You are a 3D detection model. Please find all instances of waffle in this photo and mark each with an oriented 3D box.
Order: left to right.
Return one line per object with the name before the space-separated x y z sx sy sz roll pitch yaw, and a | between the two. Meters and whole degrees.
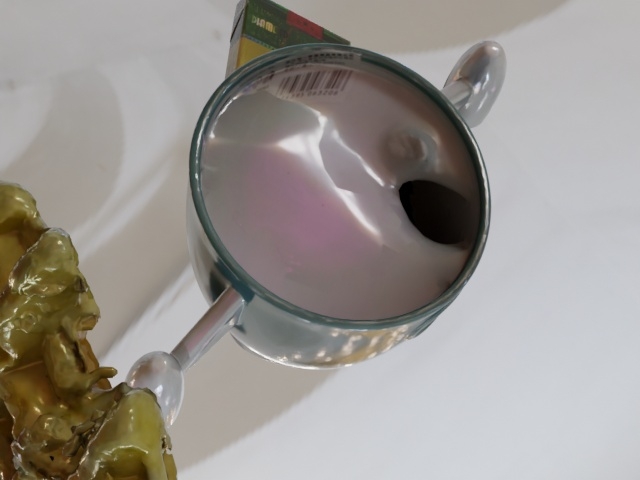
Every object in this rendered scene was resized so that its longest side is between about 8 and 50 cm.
waffle | -0.124 0.098 0.659 0.056 0.261 0.250 -20 -160 -30

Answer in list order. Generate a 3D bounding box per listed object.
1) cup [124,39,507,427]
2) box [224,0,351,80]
cup | 0.000 0.000 0.871 0.167 0.173 0.299 43 -112 9
box | -0.037 -0.138 1.546 0.034 0.132 0.235 -42 -147 45
